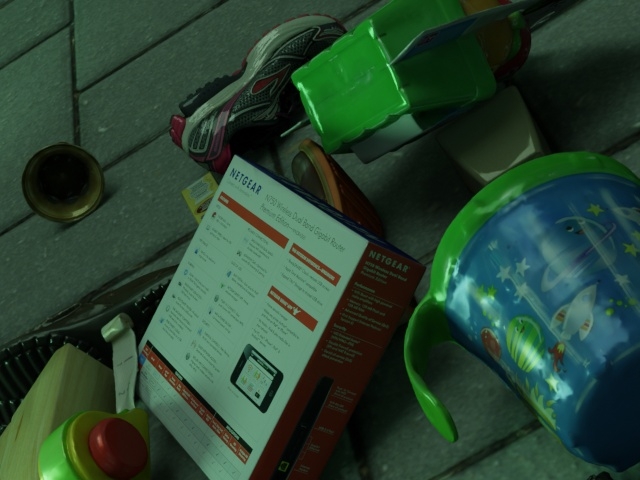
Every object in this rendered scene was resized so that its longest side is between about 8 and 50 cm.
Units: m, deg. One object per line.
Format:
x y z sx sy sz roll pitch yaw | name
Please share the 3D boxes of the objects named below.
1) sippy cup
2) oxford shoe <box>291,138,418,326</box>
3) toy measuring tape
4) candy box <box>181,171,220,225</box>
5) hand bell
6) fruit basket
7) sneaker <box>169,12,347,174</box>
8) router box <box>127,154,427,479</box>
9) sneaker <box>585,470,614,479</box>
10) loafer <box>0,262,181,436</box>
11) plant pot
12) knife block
0.246 0.075 1.282 0.305 0.240 0.224 -53 38 20 | sippy cup
0.000 0.000 1.691 0.133 0.130 0.363 -36 31 11 | oxford shoe
-0.251 0.196 1.569 0.121 0.121 0.330 -26 45 16 | toy measuring tape
-0.109 -0.001 1.808 0.053 0.109 0.186 -36 31 -1 | candy box
-0.412 -0.119 2.290 0.126 0.126 0.242 -35 18 1 | hand bell
0.164 -0.213 1.684 0.353 0.165 0.327 -16 -6 -34 | fruit basket
-0.071 -0.207 2.059 0.299 0.121 0.112 -42 61 -11 | sneaker
-0.063 0.095 1.552 0.301 0.082 0.335 -63 33 5 | router box
0.216 0.233 1.234 0.084 0.058 0.152 -51 39 -13 | sneaker
-0.270 0.136 1.793 0.366 0.134 0.130 -23 12 4 | loafer
0.212 -0.089 1.627 0.109 0.109 0.096 -32 43 7 | plant pot
-0.292 0.274 1.598 0.275 0.088 0.242 -58 30 -8 | knife block
